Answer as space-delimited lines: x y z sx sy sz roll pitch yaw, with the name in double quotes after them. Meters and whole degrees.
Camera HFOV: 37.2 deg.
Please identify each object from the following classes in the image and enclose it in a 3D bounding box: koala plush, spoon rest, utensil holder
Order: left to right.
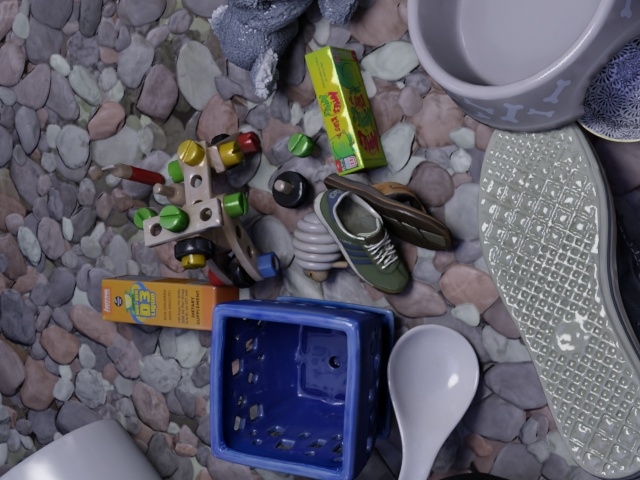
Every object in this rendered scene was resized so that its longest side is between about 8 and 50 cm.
-0.353 0.536 1.558 0.327 0.327 0.385 -45 74 24 "utensil holder"
-0.087 -0.340 1.401 0.196 0.203 0.221 55 139 25 "koala plush"
0.146 0.258 1.367 0.137 0.084 0.277 15 85 -7 "spoon rest"

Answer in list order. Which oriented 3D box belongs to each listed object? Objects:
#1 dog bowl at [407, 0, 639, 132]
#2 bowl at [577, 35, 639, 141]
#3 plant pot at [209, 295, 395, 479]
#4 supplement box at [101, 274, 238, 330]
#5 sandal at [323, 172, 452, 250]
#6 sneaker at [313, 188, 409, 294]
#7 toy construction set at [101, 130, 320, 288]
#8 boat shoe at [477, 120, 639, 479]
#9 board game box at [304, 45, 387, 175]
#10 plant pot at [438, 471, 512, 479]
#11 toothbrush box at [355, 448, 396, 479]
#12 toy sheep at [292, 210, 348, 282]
0.259 -0.317 1.209 0.348 0.102 0.349 -10 75 41 "dog bowl"
0.402 -0.212 1.221 0.170 0.080 0.170 3 97 26 "bowl"
-0.012 0.200 1.403 0.235 0.212 0.236 5 98 26 "plant pot"
-0.253 0.103 1.586 0.233 0.080 0.078 2 95 28 "supplement box"
0.103 -0.055 1.400 0.219 0.090 0.060 27 71 32 "sandal"
0.069 0.002 1.378 0.064 0.086 0.192 -43 98 -18 "sneaker"
-0.204 -0.068 1.433 0.308 0.237 0.258 13 90 27 "toy construction set"
0.340 0.059 1.251 0.186 0.156 0.501 -24 74 31 "boat shoe"
0.039 -0.189 1.396 0.043 0.092 0.181 -17 89 26 "board game box"
0.250 0.426 1.327 0.187 0.167 0.188 11 100 25 "plant pot"
-0.024 0.461 1.445 0.283 0.206 0.122 -38 80 24 "toothbrush box"
0.000 0.000 1.445 0.091 0.091 0.132 7 102 25 "toy sheep"
